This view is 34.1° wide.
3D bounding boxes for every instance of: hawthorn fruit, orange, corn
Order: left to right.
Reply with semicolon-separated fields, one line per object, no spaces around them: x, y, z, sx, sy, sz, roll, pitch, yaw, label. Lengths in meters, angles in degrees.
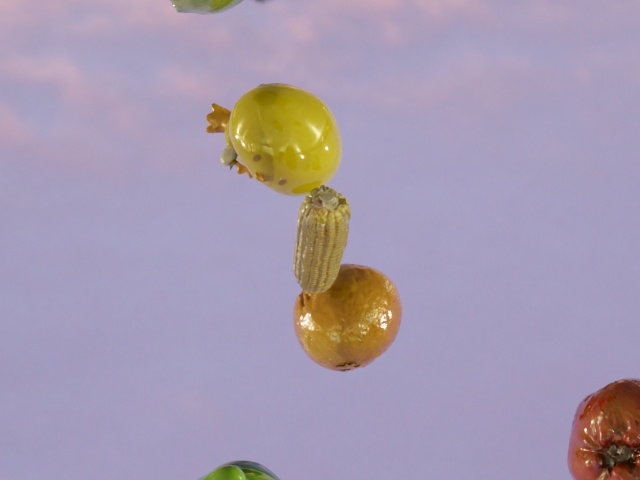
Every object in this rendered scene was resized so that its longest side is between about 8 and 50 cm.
0.000;0.000;1.553;0.080;0.238;0.080;3;-122;-5;corn
0.050;0.143;1.989;0.219;0.193;0.219;-27;-143;22;orange
0.506;0.330;1.611;0.211;0.299;0.211;-17;-118;34;hawthorn fruit

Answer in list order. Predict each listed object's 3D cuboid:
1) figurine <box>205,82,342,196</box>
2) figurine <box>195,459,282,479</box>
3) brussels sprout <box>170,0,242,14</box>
-0.097;-0.183;1.889;0.187;0.215;0.344;-57;-154;-10;figurine
-0.108;0.347;1.131;0.162;0.263;0.143;39;-144;9;figurine
-0.191;-0.541;1.720;0.344;0.268;0.344;-25;-126;40;brussels sprout
